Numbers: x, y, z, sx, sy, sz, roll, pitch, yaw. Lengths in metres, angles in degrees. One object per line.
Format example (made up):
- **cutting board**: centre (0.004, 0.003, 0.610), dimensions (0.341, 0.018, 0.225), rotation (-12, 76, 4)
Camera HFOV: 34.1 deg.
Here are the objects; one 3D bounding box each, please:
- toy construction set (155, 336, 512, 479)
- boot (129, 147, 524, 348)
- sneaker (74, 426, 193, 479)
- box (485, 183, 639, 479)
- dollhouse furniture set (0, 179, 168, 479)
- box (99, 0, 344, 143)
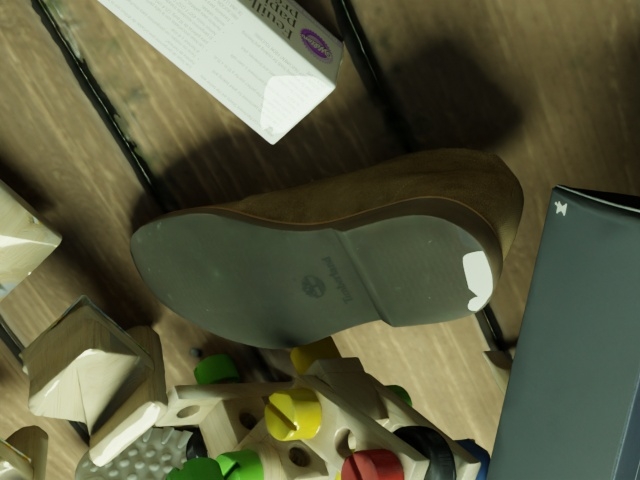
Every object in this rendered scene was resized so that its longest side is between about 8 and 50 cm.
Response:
- **toy construction set**: centre (0.016, 0.146, 0.792), dimensions (0.308, 0.237, 0.257), rotation (-13, 140, -19)
- **boot**: centre (0.000, 0.000, 0.740), dimensions (0.305, 0.115, 0.112), rotation (-4, 122, 33)
- **sneaker**: centre (-0.101, 0.228, 0.924), dimensions (0.235, 0.090, 0.095), rotation (6, 137, 5)
- **box**: centre (0.216, 0.107, 0.679), dimensions (0.184, 0.103, 0.261), rotation (4, 102, -34)
- **dollhouse furniture set**: centre (-0.382, 0.078, 0.804), dimensions (0.394, 0.256, 0.362), rotation (-42, 114, 7)
- **box**: centre (-0.125, -0.190, 0.633), dimensions (0.324, 0.063, 0.067), rotation (38, 122, -20)
